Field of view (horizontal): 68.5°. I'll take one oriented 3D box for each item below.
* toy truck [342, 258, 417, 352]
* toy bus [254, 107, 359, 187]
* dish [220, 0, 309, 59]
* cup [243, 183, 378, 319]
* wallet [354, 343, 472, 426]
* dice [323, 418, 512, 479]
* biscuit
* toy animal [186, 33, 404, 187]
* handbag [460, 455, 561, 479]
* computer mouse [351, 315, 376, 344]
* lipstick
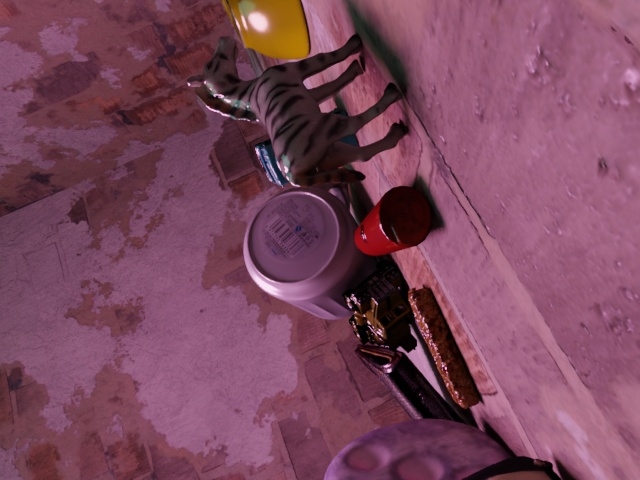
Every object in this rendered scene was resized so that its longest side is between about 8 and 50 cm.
[{"bbox_3d":[0.137,0.159,1.004,0.127,0.127,0.257,46,166,37],"label":"toy truck"},{"bbox_3d":[-0.024,-0.156,0.793,0.092,0.160,0.079,-123,10,-69],"label":"toy bus"},{"bbox_3d":[-0.118,-0.430,0.810,0.221,0.109,0.262,111,135,-86],"label":"dish"},{"bbox_3d":[0.000,0.000,1.057,0.327,0.237,0.322,47,-128,-65],"label":"cup"},{"bbox_3d":[0.176,0.310,0.960,0.221,0.071,0.262,46,168,-4],"label":"wallet"},{"bbox_3d":[0.162,0.447,0.682,0.270,0.272,0.269,-147,46,-76],"label":"dice"},{"bbox_3d":[0.191,0.166,0.741,0.064,0.035,0.199,98,147,-85],"label":"biscuit"},{"bbox_3d":[-0.018,-0.161,0.525,0.255,0.170,0.089,44,172,34],"label":"toy animal"},{"bbox_3d":[0.210,0.360,0.447,0.181,0.181,0.254,-142,31,-82],"label":"handbag"},{"bbox_3d":[0.147,0.203,1.398,0.183,0.116,0.323,-106,-8,-65],"label":"computer mouse"},{"bbox_3d":[0.093,-0.016,0.658,0.279,0.073,0.073,95,151,-85],"label":"lipstick"}]
